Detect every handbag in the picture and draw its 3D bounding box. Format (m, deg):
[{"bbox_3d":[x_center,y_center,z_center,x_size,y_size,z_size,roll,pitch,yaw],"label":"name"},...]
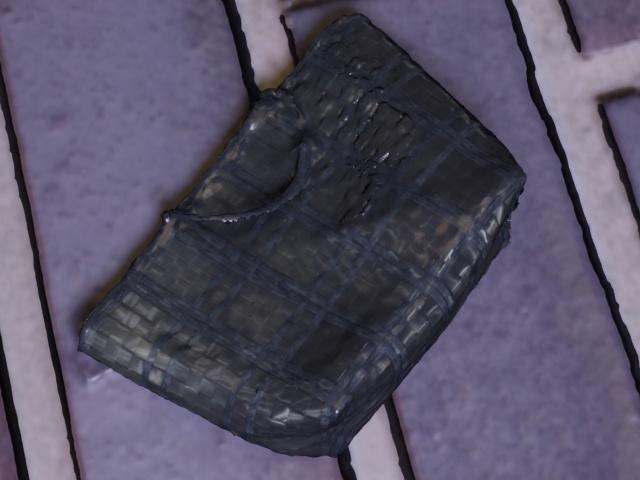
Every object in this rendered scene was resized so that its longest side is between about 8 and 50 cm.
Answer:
[{"bbox_3d":[0.000,0.000,0.761,0.175,0.089,0.270,35,73,14],"label":"handbag"}]
